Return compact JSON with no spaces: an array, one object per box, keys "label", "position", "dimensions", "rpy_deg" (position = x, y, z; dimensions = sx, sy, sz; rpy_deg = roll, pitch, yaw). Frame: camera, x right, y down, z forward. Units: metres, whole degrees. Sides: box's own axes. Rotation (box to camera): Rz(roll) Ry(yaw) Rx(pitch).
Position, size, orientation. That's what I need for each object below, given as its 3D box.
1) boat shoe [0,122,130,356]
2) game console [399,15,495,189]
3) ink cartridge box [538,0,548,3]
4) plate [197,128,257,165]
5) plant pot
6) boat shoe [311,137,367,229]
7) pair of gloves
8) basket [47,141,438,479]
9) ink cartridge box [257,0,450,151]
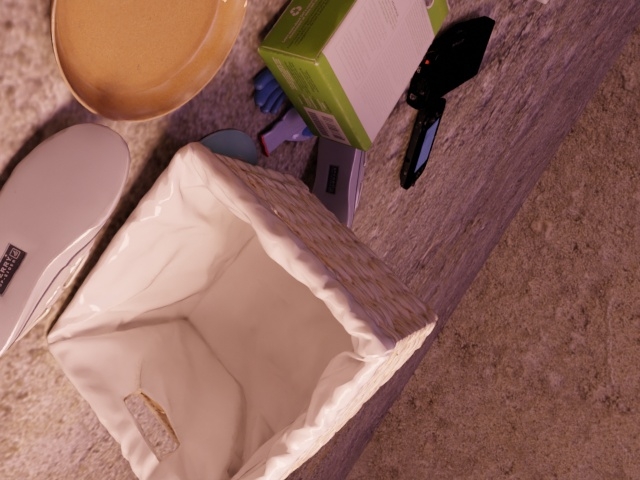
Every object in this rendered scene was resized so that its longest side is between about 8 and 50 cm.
[{"label":"boat shoe","position":[-0.275,0.004,0.665],"dimensions":[0.268,0.096,0.088],"rpy_deg":[-61,-175,0]},{"label":"game console","position":[0.234,-0.263,1.339],"dimensions":[0.213,0.044,0.361],"rpy_deg":[-36,151,-37]},{"label":"ink cartridge box","position":[0.411,-0.607,1.125],"dimensions":[0.308,0.091,0.385],"rpy_deg":[-60,160,14]},{"label":"plate","position":[-0.146,-0.062,0.901],"dimensions":[0.188,0.024,0.188],"rpy_deg":[-42,154,-27]},{"label":"plant pot","position":[-0.160,-0.226,0.639],"dimensions":[0.236,0.032,0.236],"rpy_deg":[-43,154,-27]},{"label":"boat shoe","position":[0.032,-0.079,1.109],"dimensions":[0.084,0.095,0.258],"rpy_deg":[-24,135,-60]},{"label":"pair of gloves","position":[-0.031,-0.203,0.932],"dimensions":[0.159,0.023,0.198],"rpy_deg":[-44,154,-23]},{"label":"basket","position":[-0.087,0.115,0.827],"dimensions":[0.331,0.328,0.266],"rpy_deg":[-50,161,15]},{"label":"ink cartridge box","position":[0.058,-0.277,0.875],"dimensions":[0.255,0.097,0.189],"rpy_deg":[-59,147,-13]}]
